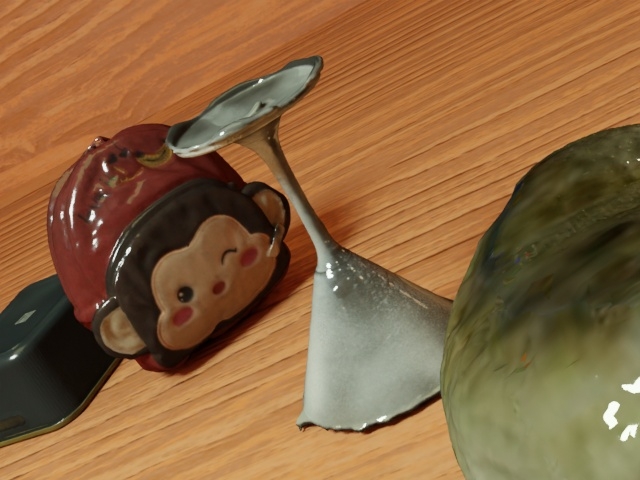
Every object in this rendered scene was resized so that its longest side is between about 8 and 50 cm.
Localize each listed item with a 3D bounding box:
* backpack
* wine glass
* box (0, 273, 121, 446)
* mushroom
[{"bbox_3d":[-0.148,-0.003,1.013,0.229,0.229,0.139,-40,18,-24],"label":"backpack"},{"bbox_3d":[0.000,0.000,0.759,0.156,0.232,0.156,-26,20,10],"label":"wine glass"},{"bbox_3d":[-0.284,0.111,1.124,0.144,0.090,0.201,-20,22,30],"label":"box"},{"bbox_3d":[0.151,0.031,0.517,0.247,0.130,0.344,-56,9,22],"label":"mushroom"}]
